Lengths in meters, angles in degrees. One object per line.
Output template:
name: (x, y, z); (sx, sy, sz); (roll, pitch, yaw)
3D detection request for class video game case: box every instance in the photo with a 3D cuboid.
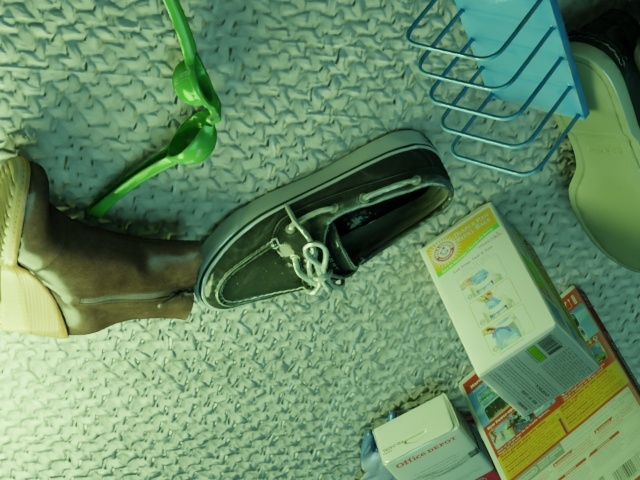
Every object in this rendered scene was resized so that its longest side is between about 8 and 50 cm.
video game case: (0.288, 0.214, 1.605); (0.025, 0.285, 0.204); (30, 116, -38)

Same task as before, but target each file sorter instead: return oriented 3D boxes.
file sorter: (0.170, -0.161, 1.318); (0.104, 0.118, 0.170); (-52, 139, -23)

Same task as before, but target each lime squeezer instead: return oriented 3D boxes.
lime squeezer: (-0.146, -0.139, 1.308); (0.110, 0.059, 0.310); (21, 128, 3)

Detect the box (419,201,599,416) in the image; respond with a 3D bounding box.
box: (0.208, 0.074, 1.509); (0.103, 0.203, 0.114); (-35, 134, 14)

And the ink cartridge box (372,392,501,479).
ink cartridge box: (0.150, 0.275, 1.734); (0.109, 0.063, 0.150); (-29, 133, 10)

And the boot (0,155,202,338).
boot: (-0.224, 0.004, 1.375); (0.207, 0.090, 0.248); (-5, 139, -17)

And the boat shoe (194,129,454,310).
boat shoe: (0.002, 0.002, 1.438); (0.306, 0.105, 0.113); (-27, 134, 5)

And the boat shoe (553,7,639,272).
boat shoe: (0.330, -0.106, 1.459); (0.113, 0.127, 0.340); (-52, 132, -26)

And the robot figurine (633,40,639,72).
robot figurine: (0.409, -0.233, 1.324); (0.209, 0.173, 0.278); (-16, 136, 19)

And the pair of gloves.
pair of gloves: (0.139, 0.283, 1.798); (0.198, 0.023, 0.159); (5, 130, -22)
